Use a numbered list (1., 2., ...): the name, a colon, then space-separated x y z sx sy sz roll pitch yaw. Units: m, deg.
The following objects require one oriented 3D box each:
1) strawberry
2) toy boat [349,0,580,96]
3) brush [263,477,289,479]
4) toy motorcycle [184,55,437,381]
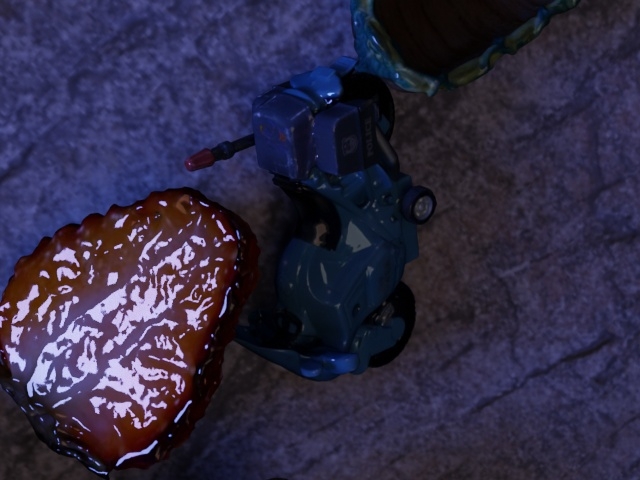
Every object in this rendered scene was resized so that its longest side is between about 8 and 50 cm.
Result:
1. strawberry: -0.123 0.060 0.956 0.236 0.190 0.111 -43 163 19
2. toy boat: 0.143 -0.201 0.981 0.293 0.099 0.108 -33 86 -18
3. brush: -0.104 0.288 1.038 0.174 0.166 0.266 34 95 -25
4. toy motorcycle: 0.000 0.000 1.005 0.182 0.124 0.272 -25 120 -34
